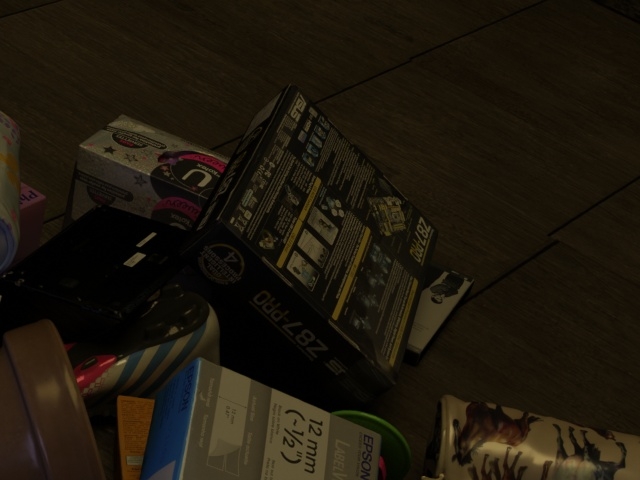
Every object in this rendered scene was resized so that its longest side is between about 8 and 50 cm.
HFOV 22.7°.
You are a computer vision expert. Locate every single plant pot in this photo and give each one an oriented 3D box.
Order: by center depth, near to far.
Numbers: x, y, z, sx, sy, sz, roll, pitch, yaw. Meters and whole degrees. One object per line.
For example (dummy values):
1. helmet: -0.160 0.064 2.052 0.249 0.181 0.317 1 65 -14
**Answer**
1. plant pot: -0.360 0.237 1.697 0.229 0.263 0.263 -16 40 -13

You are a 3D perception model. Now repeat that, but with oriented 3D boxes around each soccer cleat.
1. soccer cleat: -0.269 0.176 1.938 0.331 0.143 0.116 -22 37 -13

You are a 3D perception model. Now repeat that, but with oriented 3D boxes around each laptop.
1. laptop: -0.310 0.062 2.029 0.264 0.136 0.234 17 31 18

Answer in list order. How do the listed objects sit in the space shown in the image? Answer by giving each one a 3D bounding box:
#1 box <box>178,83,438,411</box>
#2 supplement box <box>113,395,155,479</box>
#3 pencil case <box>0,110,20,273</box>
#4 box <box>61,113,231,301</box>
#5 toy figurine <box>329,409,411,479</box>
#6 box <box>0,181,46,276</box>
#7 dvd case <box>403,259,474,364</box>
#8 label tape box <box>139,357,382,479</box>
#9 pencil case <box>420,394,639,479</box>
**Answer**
1. box: 0.000 0.000 2.149 0.318 0.097 0.395 42 31 -13
2. supplement box: -0.194 0.260 1.808 0.080 0.078 0.233 3 20 -12
3. pencil case: -0.437 -0.061 2.000 0.124 0.113 0.273 -23 35 8
4. box: -0.218 -0.048 2.250 0.247 0.163 0.142 22 30 11
5. toy figurine: 0.006 0.299 1.875 0.173 0.130 0.159 1 37 18
6. box: -0.532 -0.031 2.128 0.243 0.117 0.213 30 34 21
7. dvd case: 0.103 0.081 2.319 0.179 0.029 0.238 24 33 13
8. label tape box: -0.022 0.305 1.681 0.348 0.115 0.249 24 50 -20
9. pencil case: 0.312 0.303 1.937 0.410 0.159 0.183 12 17 -6
